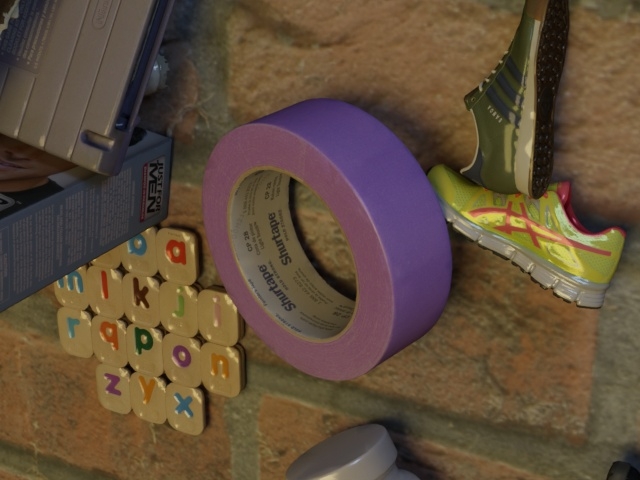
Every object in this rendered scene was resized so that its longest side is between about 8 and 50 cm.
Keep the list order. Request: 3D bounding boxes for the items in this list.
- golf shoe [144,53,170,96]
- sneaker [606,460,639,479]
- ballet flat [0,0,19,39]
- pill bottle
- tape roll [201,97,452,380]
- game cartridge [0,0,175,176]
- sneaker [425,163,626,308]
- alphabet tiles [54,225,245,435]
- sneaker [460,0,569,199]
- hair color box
[{"bbox_3d":[-0.257,-0.198,1.203,0.176,0.086,0.069,17,115,22],"label":"golf shoe"},{"bbox_3d":[0.335,0.323,1.060,0.130,0.087,0.227,5,114,27],"label":"sneaker"},{"bbox_3d":[-0.382,-0.235,1.063,0.147,0.147,0.409,40,88,11],"label":"ballet flat"},{"bbox_3d":[0.070,0.350,1.184,0.153,0.153,0.265,-20,98,35],"label":"pill bottle"},{"bbox_3d":[0.000,0.000,1.079,0.275,0.090,0.275,27,130,36],"label":"tape roll"},{"bbox_3d":[-0.256,-0.271,1.125,0.230,0.068,0.355,23,97,26],"label":"game cartridge"},{"bbox_3d":[0.197,-0.026,1.016,0.208,0.081,0.094,33,108,14],"label":"sneaker"},{"bbox_3d":[-0.218,0.104,1.337,0.284,0.021,0.278,11,114,27],"label":"alphabet tiles"},{"bbox_3d":[0.169,-0.137,0.970,0.086,0.064,0.192,9,97,34],"label":"sneaker"},{"bbox_3d":[-0.346,-0.034,1.140,0.185,0.374,0.114,21,120,22],"label":"hair color box"}]
